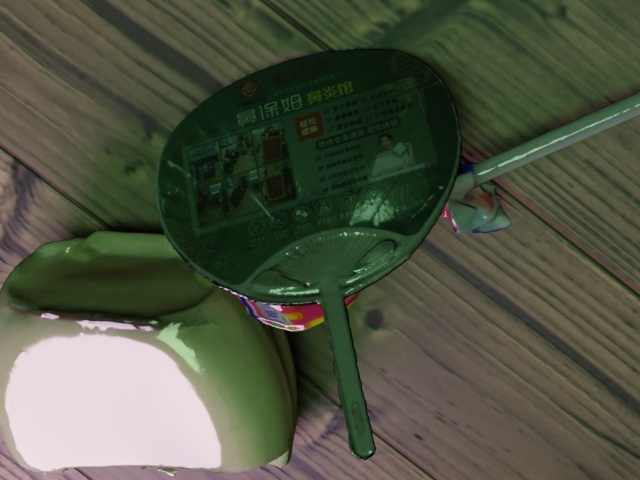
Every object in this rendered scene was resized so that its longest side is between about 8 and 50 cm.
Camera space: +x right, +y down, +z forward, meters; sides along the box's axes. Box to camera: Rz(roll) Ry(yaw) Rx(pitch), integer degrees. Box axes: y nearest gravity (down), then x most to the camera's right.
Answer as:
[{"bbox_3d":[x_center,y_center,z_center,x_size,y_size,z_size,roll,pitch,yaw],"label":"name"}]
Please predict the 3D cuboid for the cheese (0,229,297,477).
[{"bbox_3d":[-0.151,0.116,0.874,0.266,0.127,0.233,1,117,19],"label":"cheese"}]

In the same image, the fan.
[{"bbox_3d":[-0.027,-0.015,0.724,0.223,0.294,0.012,11,158,20],"label":"fan"}]

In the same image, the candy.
[{"bbox_3d":[0.093,-0.042,0.754,0.365,0.124,0.124,-24,105,13],"label":"candy"}]
